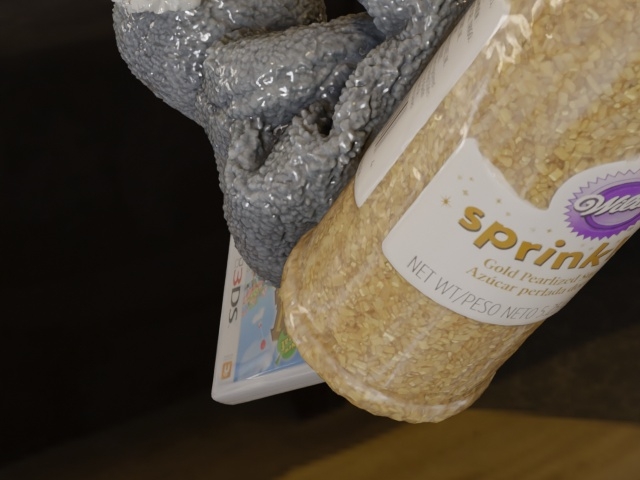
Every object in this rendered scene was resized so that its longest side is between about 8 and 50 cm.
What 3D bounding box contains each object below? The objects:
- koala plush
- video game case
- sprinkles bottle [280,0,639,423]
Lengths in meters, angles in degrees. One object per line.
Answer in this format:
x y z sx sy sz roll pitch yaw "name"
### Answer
-0.035 -0.104 0.952 0.221 0.203 0.196 36 -4 19 "koala plush"
0.000 0.000 1.096 0.023 0.193 0.212 18 -22 -32 "video game case"
0.105 -0.059 0.700 0.121 0.355 0.121 16 48 -19 "sprinkles bottle"
